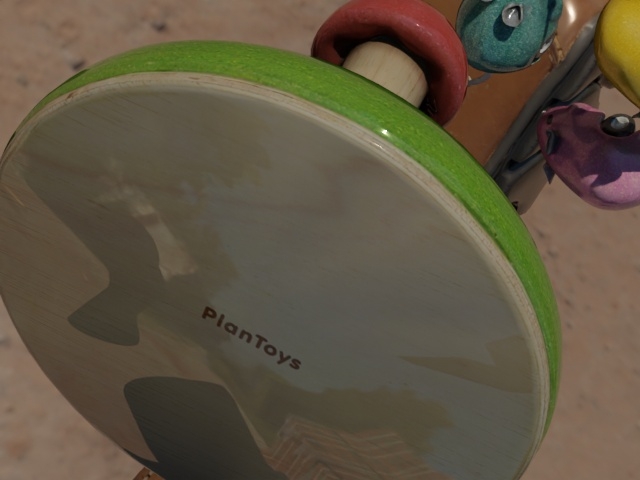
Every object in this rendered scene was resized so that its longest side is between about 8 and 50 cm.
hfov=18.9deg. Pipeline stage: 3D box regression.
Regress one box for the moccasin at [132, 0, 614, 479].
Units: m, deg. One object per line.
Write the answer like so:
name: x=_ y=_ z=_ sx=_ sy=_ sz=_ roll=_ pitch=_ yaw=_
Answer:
moccasin: x=-0.002 y=0.001 z=0.934 sx=0.139 sy=0.147 sz=0.380 roll=-23 pitch=147 yaw=-57

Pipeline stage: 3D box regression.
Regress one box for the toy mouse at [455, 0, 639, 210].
toy mouse: x=0.094 y=-0.059 z=0.765 sx=0.031 sy=0.143 sz=0.161 roll=-42 pitch=118 yaw=-28

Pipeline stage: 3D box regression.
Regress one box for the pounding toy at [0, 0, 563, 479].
pounding toy: x=0.017 y=0.012 z=0.616 sx=0.183 sy=0.110 sz=0.237 roll=-24 pitch=115 yaw=41
